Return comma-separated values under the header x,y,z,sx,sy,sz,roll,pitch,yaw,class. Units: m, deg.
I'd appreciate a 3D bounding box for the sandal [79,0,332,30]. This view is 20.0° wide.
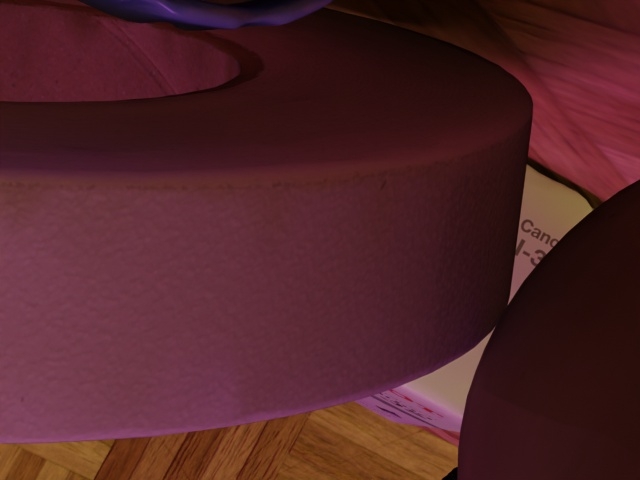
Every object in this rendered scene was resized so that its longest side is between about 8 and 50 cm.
x,y,z,sx,sy,sz,roll,pitch,yaw,class
-0.056,-0.119,0.363,0.138,0.126,0.317,24,180,9,sandal

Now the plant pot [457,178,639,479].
x,y,z,sx,sy,sz,roll,pitch,yaw,class
0.165,0.102,0.447,0.323,0.323,0.280,32,-171,-25,plant pot

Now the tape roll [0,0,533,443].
x,y,z,sx,sy,sz,roll,pitch,yaw,class
-0.125,-0.035,0.592,0.392,0.072,0.392,6,-164,-2,tape roll

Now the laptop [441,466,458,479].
x,y,z,sx,sy,sz,roll,pitch,yaw,class
0.245,0.155,0.990,0.234,0.264,0.136,20,132,49,laptop

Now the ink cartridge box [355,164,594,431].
x,y,z,sx,sy,sz,roll,pitch,yaw,class
0.000,0.000,0.924,0.207,0.117,0.283,29,173,-3,ink cartridge box
